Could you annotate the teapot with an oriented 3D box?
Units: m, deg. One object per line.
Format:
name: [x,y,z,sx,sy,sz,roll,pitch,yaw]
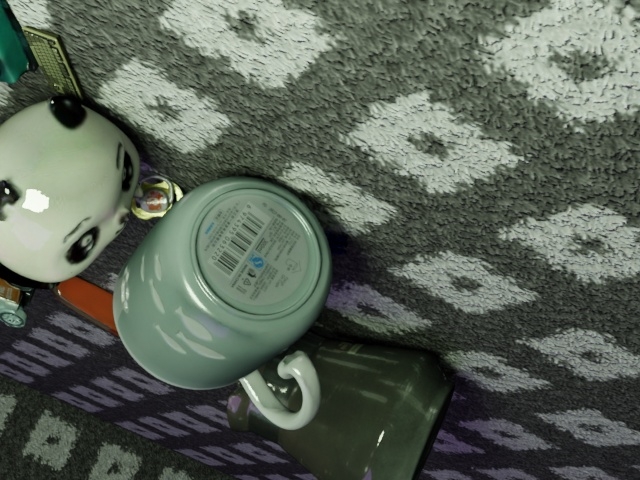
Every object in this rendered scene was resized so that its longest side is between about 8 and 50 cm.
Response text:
teapot: [0.037,0.289,1.716,0.361,0.306,0.376,24,-173,14]

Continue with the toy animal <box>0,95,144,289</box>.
toy animal: [-0.373,-0.062,1.278,0.251,0.251,0.310,27,155,-15]

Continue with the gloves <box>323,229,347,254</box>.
gloves: [0.000,0.000,1.381,0.086,0.026,0.064,5,149,32]

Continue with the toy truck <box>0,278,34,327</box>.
toy truck: [-0.584,0.031,1.689,0.184,0.133,0.338,20,143,-11]

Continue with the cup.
cup: [-0.107,0.100,1.319,0.357,0.259,0.274,58,151,5]

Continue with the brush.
brush: [-0.484,0.127,1.996,0.323,0.070,0.051,36,151,-26]

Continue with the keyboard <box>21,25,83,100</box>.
keyboard: [-0.333,-0.219,1.188,0.049,0.015,0.129,17,156,8]

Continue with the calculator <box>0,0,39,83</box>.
calculator: [-0.494,-0.282,1.130,0.274,0.058,0.248,16,157,7]

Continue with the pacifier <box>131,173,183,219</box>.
pacifier: [-0.243,-0.066,1.417,0.083,0.068,0.064,-2,-171,2]
